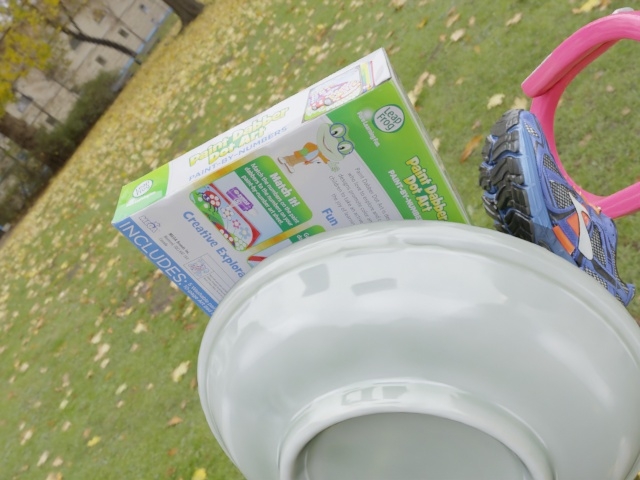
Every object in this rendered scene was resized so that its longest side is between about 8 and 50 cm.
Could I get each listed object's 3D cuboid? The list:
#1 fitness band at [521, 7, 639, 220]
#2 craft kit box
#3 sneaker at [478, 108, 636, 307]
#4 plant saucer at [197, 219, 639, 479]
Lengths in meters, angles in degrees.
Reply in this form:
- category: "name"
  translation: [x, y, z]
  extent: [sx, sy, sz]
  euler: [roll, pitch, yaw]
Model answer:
- category: "fitness band"
  translation: [0.330, -0.132, 0.717]
  extent: [0.054, 0.209, 0.291]
  euler: [-19, -9, -16]
- category: "craft kit box"
  translation: [0.000, 0.000, 0.544]
  extent: [0.246, 0.250, 0.061]
  euler: [-22, 40, 18]
- category: "sneaker"
  translation: [0.211, -0.016, 0.559]
  extent: [0.087, 0.221, 0.083]
  euler: [-26, 12, -11]
- category: "plant saucer"
  translation: [0.078, 0.174, 0.527]
  extent: [0.400, 0.400, 0.100]
  euler: [-42, 17, 30]
